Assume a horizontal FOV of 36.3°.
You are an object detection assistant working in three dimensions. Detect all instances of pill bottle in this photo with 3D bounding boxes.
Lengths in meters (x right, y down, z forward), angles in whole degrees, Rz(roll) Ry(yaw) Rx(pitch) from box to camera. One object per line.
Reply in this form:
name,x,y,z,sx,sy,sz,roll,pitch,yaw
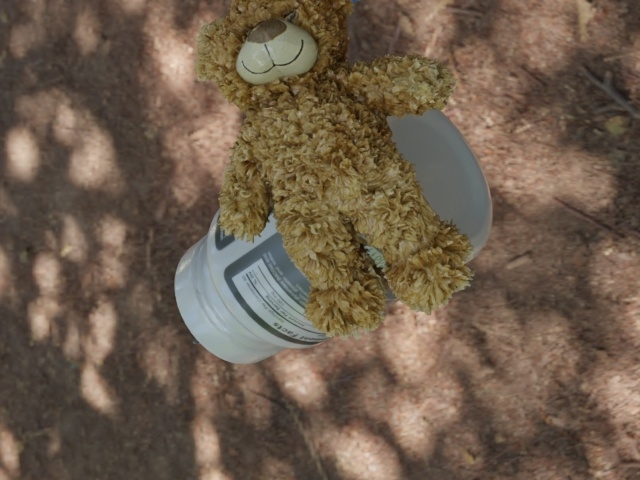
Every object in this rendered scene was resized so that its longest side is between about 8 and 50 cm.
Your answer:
pill bottle,0.000,0.000,1.124,0.363,0.210,0.210,-33,69,40

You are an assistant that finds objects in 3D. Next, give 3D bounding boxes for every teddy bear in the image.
teddy bear,0.005,-0.074,0.868,0.245,0.113,0.338,-3,101,28

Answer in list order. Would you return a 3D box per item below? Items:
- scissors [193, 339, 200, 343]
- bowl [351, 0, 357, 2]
scissors,-0.052,0.080,1.453,0.297,0.021,0.109,-10,92,3
bowl,0.121,-0.364,1.078,0.391,0.391,0.077,-10,114,42
